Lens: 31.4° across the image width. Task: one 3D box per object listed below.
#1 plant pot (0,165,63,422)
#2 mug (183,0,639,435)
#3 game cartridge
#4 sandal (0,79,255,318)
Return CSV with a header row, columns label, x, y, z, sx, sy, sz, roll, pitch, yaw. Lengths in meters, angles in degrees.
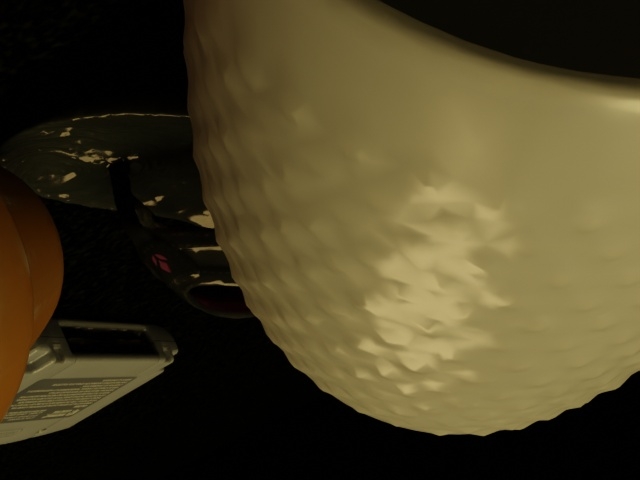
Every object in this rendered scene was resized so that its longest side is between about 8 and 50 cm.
label,x,y,z,sx,sy,sz,roll,pitch,yaw
plant pot,-0.229,0.024,0.595,0.205,0.205,0.188,-31,-179,10
mug,0.121,-0.072,0.536,0.374,0.276,0.328,-16,149,-16
game cartridge,-0.292,0.149,1.177,0.198,0.062,0.297,-27,167,13
sandal,0.003,0.000,0.764,0.446,0.107,0.167,15,152,-32
